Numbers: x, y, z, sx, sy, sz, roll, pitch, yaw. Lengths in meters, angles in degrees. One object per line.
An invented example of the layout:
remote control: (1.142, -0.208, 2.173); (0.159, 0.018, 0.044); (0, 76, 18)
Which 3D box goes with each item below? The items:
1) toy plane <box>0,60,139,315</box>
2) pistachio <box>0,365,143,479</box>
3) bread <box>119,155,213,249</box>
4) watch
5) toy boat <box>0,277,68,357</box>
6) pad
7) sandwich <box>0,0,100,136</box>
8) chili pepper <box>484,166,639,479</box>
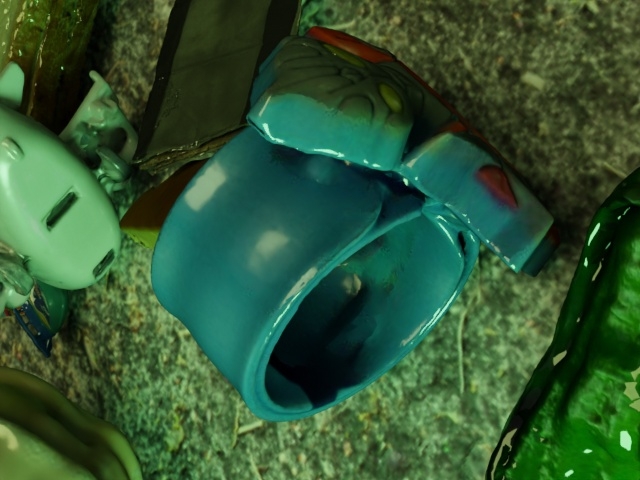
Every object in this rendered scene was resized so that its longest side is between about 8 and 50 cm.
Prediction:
toy plane: (-0.277, -0.050, 1.176); (0.122, 0.266, 0.267); (23, 101, 39)
pistachio: (-0.309, 0.336, 1.149); (0.365, 0.281, 0.446); (16, 106, 9)
bread: (-0.118, -0.030, 1.115); (0.088, 0.049, 0.226); (-49, 16, -12)
watch: (0.000, 0.000, 0.929); (0.274, 0.305, 0.241); (-50, 60, 14)
toy boat: (-0.321, 0.048, 1.292); (0.110, 0.091, 0.175); (-30, 75, 11)
pad: (-0.084, -0.175, 1.121); (0.174, 0.022, 0.233); (-13, 54, 36)
sandwich: (-0.359, -0.199, 1.317); (0.288, 0.099, 0.254); (25, 105, 41)
chili pepper: (0.242, 0.130, 0.837); (0.213, 0.167, 0.385); (27, 115, 50)
